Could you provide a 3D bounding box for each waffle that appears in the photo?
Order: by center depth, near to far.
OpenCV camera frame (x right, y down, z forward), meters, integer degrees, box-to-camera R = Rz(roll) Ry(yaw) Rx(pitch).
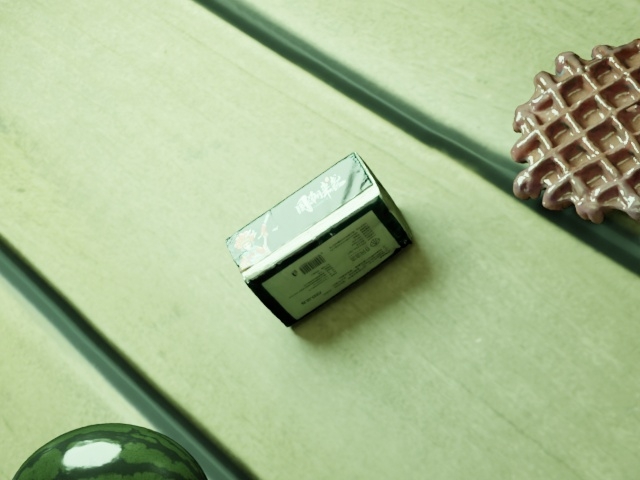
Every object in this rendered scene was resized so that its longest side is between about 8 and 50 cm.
[{"bbox_3d":[0.299,-0.115,1.504,0.234,0.055,0.221,8,65,34],"label":"waffle"}]

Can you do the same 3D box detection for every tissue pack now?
[{"bbox_3d":[0.001,0.000,1.571,0.170,0.103,0.090,-32,46,8],"label":"tissue pack"}]

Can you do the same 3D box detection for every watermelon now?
[{"bbox_3d":[-0.200,0.278,1.443,0.212,0.212,0.212,-15,54,22],"label":"watermelon"}]
